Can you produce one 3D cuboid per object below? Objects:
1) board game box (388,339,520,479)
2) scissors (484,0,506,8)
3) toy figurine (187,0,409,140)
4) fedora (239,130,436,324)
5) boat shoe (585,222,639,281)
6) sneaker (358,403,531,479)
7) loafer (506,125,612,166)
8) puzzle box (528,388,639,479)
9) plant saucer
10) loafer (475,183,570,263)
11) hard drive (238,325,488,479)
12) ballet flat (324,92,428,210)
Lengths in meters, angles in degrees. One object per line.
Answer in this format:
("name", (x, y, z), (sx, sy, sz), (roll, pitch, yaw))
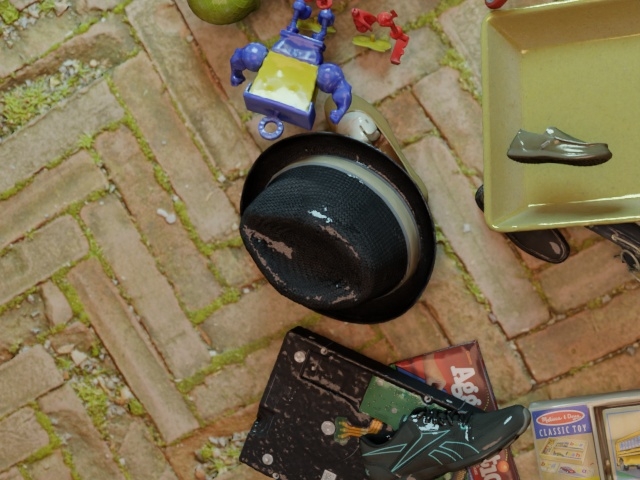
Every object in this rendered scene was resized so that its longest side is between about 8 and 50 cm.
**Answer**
("board game box", (0.216, 0.308, 1.832), (0.145, 0.027, 0.281), (-17, 91, 14))
("scissors", (0.312, -0.467, 1.673), (0.021, 0.109, 0.297), (19, 123, -23))
("toy figurine", (-0.072, -0.262, 1.733), (0.362, 0.191, 0.217), (18, 86, 5))
("fedora", (0.000, 0.000, 1.757), (0.334, 0.152, 0.334), (9, 111, 23))
("boat shoe", (0.457, 0.003, 1.710), (0.254, 0.095, 0.079), (37, 102, 11))
("sneaker", (0.175, 0.288, 1.708), (0.267, 0.101, 0.106), (-27, 85, 17))
("loafer", (0.328, -0.131, 1.618), (0.148, 0.056, 0.050), (5, 86, 27))
("puzzle box", (0.532, 0.349, 1.744), (0.408, 0.052, 0.272), (-10, 92, 15))
("plant saucer", (0.400, -0.179, 1.669), (0.332, 0.081, 0.333), (-4, 79, 25))
("loafer", (0.300, -0.022, 1.764), (0.170, 0.061, 0.062), (36, 101, 8))
("hard drive", (0.066, 0.306, 1.827), (0.339, 0.064, 0.237), (23, 102, 14))
("ballet flat", (0.085, -0.138, 1.801), (0.080, 0.073, 0.232), (-41, 84, 13))
